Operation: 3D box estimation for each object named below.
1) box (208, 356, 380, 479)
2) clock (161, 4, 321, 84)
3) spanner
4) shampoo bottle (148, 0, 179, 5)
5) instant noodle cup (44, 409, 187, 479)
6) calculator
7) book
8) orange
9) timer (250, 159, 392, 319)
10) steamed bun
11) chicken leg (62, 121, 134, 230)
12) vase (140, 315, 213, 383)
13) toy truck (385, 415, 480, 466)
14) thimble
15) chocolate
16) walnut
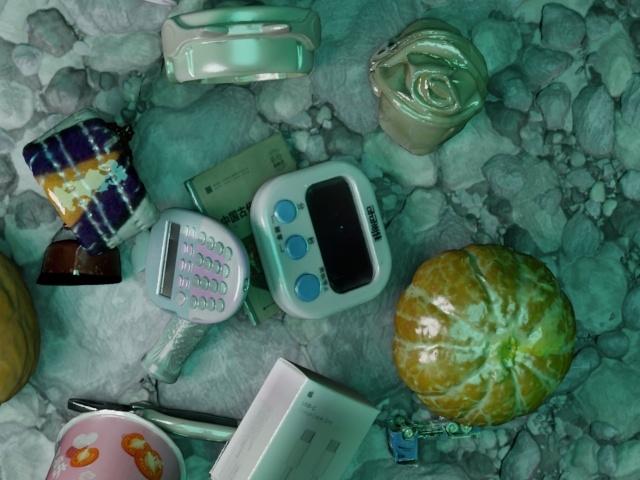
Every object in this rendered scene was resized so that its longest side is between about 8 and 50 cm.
[{"bbox_3d":[-0.044,0.358,1.842,0.203,0.106,0.252,31,88,-40],"label":"box"},{"bbox_3d":[-0.129,-0.314,1.696,0.265,0.324,0.109,-3,96,-5],"label":"clock"},{"bbox_3d":[-0.288,0.318,1.855,0.324,0.095,0.040,11,94,-8],"label":"spanner"},{"bbox_3d":[-0.253,-0.559,1.775,0.092,0.092,0.303,14,94,-8],"label":"shampoo bottle"},{"bbox_3d":[-0.372,0.448,1.752,0.242,0.231,0.243,4,120,7],"label":"instant noodle cup"},{"bbox_3d":[-0.224,0.041,1.768,0.041,0.298,0.186,0,100,-46],"label":"calculator"},{"bbox_3d":[-0.096,-0.021,1.838,0.214,0.025,0.283,-32,101,-29],"label":"book"},{"bbox_3d":[0.284,0.164,1.830,0.329,0.249,0.329,-1,100,-4],"label":"orange"},{"bbox_3d":[0.000,0.000,1.828,0.237,0.087,0.262,-19,96,-30],"label":"timer"},{"bbox_3d":[0.191,-0.275,1.826,0.218,0.144,0.211,-39,98,-2],"label":"steamed bun"},{"bbox_3d":[-0.400,-0.120,1.823,0.089,0.048,0.219,40,90,-6],"label":"chicken leg"},{"bbox_3d":[-0.232,0.147,1.849,0.096,0.096,0.219,33,94,-9],"label":"vase"},{"bbox_3d":[0.210,0.368,1.937,0.175,0.067,0.081,-4,102,-9],"label":"toy truck"},{"bbox_3d":[-0.375,-0.099,1.700,0.150,0.237,0.237,-32,98,-7],"label":"thimble"},{"bbox_3d":[-0.423,0.032,1.808,0.148,0.125,0.080,-1,79,-2],"label":"chocolate"},{"bbox_3d":[-0.616,0.146,1.711,0.332,0.333,0.333,-1,96,-6],"label":"walnut"}]
